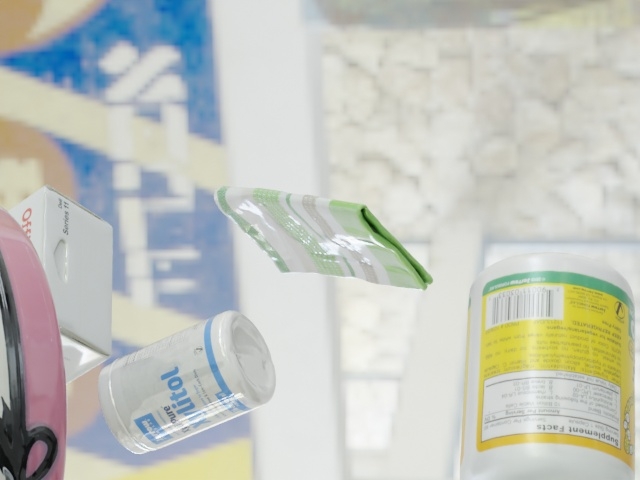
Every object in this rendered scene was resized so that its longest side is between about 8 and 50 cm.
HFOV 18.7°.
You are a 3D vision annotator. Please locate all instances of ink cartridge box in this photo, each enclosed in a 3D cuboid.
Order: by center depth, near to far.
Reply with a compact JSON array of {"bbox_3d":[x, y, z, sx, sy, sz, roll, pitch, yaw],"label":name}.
[{"bbox_3d":[-0.281,0.070,1.718,0.087,0.208,0.153,32,-140,-37],"label":"ink cartridge box"}]

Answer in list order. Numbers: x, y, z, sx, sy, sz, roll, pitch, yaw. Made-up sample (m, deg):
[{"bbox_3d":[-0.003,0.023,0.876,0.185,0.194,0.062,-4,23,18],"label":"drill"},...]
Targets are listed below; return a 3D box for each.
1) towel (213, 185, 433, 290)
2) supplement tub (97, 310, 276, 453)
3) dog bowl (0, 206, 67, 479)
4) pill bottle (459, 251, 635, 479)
[{"bbox_3d":[0.000,0.000,1.486,0.113,0.152,0.023,43,-115,-42],"label":"towel"},{"bbox_3d":[-0.091,0.098,1.341,0.071,0.107,0.071,50,-155,-34],"label":"supplement tub"},{"bbox_3d":[-0.314,0.133,1.385,0.408,0.150,0.408,-11,77,57],"label":"dog bowl"},{"bbox_3d":[0.153,0.124,1.306,0.117,0.117,0.208,73,-161,-59],"label":"pill bottle"}]
